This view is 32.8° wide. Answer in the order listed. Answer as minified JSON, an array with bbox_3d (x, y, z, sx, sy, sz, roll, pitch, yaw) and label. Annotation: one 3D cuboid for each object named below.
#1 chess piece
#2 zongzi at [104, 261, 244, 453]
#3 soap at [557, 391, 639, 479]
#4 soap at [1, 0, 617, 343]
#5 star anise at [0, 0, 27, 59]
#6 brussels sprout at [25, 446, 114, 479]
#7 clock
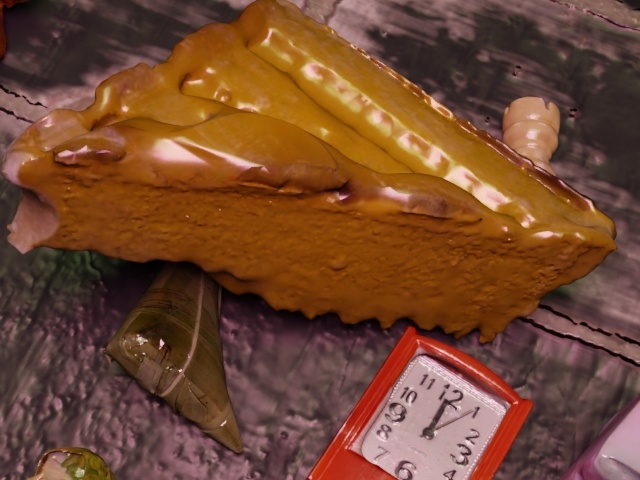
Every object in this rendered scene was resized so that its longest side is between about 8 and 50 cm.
[{"bbox_3d":[0.177,-0.061,0.914,0.066,0.066,0.122,12,59,1],"label":"chess piece"},{"bbox_3d":[-0.082,0.073,0.845,0.130,0.062,0.154,41,43,-13],"label":"zongzi"},{"bbox_3d":[0.314,0.232,0.705,0.109,0.193,0.324,-39,73,-21],"label":"soap"},{"bbox_3d":[0.000,0.000,0.769,0.339,0.169,0.304,36,46,13],"label":"soap"},{"bbox_3d":[-0.315,-0.234,0.923,0.140,0.144,0.158,-51,42,7],"label":"star anise"},{"bbox_3d":[-0.189,0.178,0.769,0.083,0.046,0.051,-29,63,-17],"label":"brussels sprout"},{"bbox_3d":[0.074,0.152,0.801,0.113,0.061,0.155,32,62,11],"label":"clock"}]
